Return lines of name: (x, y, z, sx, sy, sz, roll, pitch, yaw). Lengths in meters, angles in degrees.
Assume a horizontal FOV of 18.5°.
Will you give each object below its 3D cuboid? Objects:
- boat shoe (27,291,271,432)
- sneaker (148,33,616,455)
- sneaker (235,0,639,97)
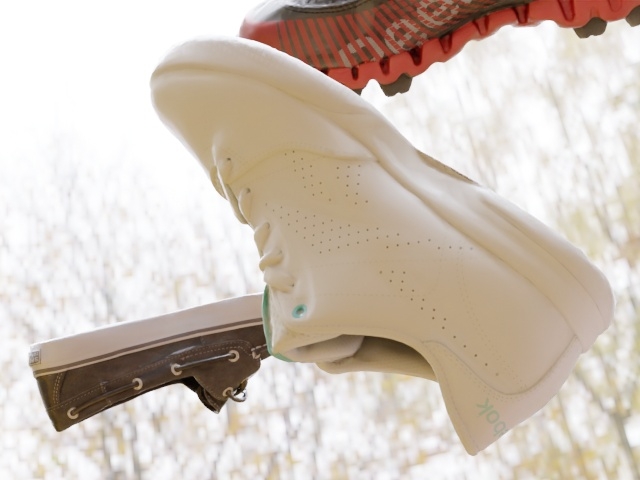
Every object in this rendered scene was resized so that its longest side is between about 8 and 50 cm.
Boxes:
boat shoe: (-0.085, 0.085, 1.367, 0.229, 0.076, 0.080, -11, -5, -17)
sneaker: (0.000, 0.000, 0.736, 0.094, 0.212, 0.080, -51, -28, -12)
sneaker: (0.073, -0.171, 1.177, 0.276, 0.097, 0.135, -16, -54, -1)
